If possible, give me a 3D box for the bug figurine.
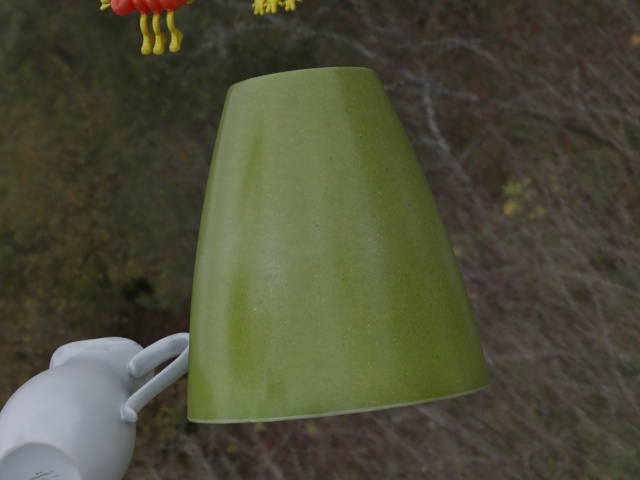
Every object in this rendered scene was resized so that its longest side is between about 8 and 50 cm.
[{"bbox_3d":[-0.104,-0.315,1.379,0.216,0.072,0.279,-3,54,19],"label":"bug figurine"}]

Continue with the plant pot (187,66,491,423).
[{"bbox_3d":[0.000,0.000,1.260,0.274,0.274,0.294,-9,86,47],"label":"plant pot"}]

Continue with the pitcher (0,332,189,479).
[{"bbox_3d":[-0.206,0.159,1.295,0.177,0.125,0.207,-24,17,18],"label":"pitcher"}]
